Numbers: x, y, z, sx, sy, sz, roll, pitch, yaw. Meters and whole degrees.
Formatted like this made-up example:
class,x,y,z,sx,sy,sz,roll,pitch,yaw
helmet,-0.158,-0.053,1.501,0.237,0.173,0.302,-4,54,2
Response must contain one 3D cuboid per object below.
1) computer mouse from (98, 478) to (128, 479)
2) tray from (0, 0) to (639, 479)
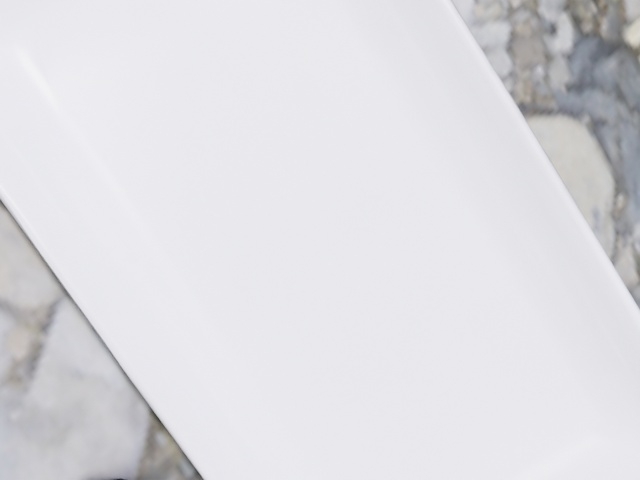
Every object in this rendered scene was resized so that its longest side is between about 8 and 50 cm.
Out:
class,x,y,z,sx,sy,sz,roll,pitch,yaw
computer mouse,-0.123,0.119,0.521,0.193,0.042,0.106,5,87,-42
tray,0.000,0.000,0.600,0.145,0.030,0.270,-33,107,2
